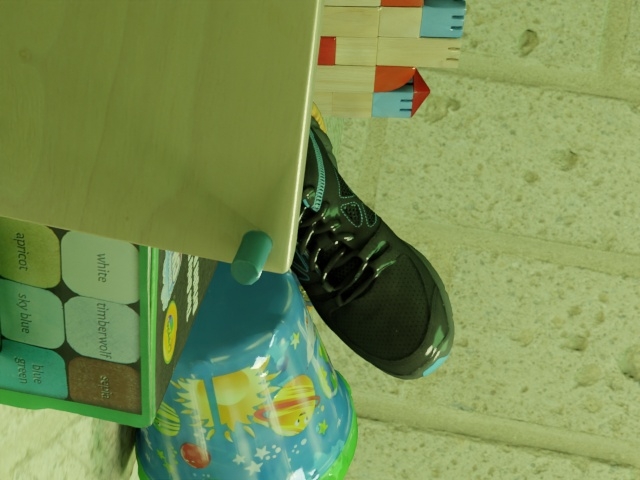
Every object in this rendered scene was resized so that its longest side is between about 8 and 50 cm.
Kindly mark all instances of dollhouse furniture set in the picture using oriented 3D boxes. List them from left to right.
[{"bbox_3d":[-0.103,-0.091,0.531,0.198,0.303,0.286,-70,168,-53],"label":"dollhouse furniture set"}]

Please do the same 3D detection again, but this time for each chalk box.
[{"bbox_3d":[-0.152,-0.028,0.779,0.289,0.179,0.180,-71,169,-51],"label":"chalk box"}]

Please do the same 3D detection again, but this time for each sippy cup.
[{"bbox_3d":[-0.090,0.132,1.447,0.305,0.240,0.224,45,-24,41],"label":"sippy cup"}]

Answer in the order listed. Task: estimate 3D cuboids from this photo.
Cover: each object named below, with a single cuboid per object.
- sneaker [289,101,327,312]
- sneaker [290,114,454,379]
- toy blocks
[{"bbox_3d":[-0.057,-0.053,1.679,0.131,0.112,0.296,-104,-163,-56],"label":"sneaker"},{"bbox_3d":[0.000,0.000,1.462,0.125,0.341,0.140,-43,162,15],"label":"sneaker"},{"bbox_3d":[0.052,-0.268,1.676,0.381,0.261,0.190,93,-2,-55],"label":"toy blocks"}]
